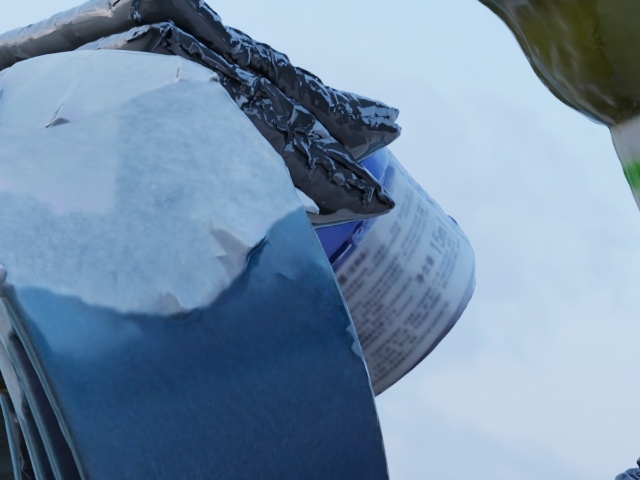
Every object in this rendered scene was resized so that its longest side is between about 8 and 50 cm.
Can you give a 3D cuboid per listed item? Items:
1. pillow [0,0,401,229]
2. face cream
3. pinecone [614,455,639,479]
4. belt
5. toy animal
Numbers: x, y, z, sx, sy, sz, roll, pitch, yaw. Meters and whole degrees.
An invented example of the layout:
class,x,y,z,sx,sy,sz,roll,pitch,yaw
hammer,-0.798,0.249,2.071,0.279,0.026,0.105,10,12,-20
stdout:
class,x,y,z,sx,sy,sz,roll,pitch,yaw
pillow,-0.134,-0.063,1.150,0.326,0.101,0.228,-14,-35,40
face cream,-0.010,0.014,1.643,0.225,0.249,0.249,46,-26,-21
pinecone,0.358,0.289,1.817,0.140,0.140,0.121,16,-19,-15
belt,-0.101,0.110,0.885,0.173,0.436,0.300,-20,46,-26
toy animal,0.175,-0.166,1.048,0.180,0.181,0.363,-37,-80,29
